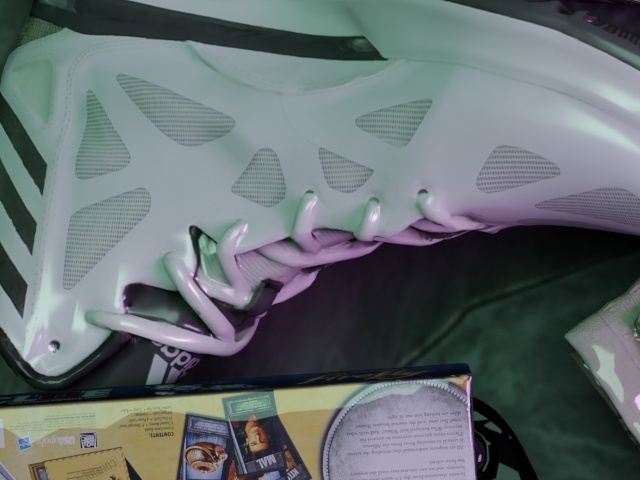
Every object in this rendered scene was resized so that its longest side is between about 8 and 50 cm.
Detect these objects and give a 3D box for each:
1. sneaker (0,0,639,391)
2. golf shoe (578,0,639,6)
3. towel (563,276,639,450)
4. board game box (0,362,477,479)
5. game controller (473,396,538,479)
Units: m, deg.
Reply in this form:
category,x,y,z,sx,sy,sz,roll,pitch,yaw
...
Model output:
category,x,y,z,sx,sy,sz,roll,pitch,yaw
sneaker,0.000,0.000,0.815,0.447,0.169,0.257,17,84,32
golf shoe,0.182,-0.163,0.888,0.198,0.094,0.077,15,87,-12
towel,0.325,0.084,0.745,0.324,0.056,0.312,-35,84,-2
board game box,-0.046,0.148,0.749,0.243,0.042,0.165,-4,93,3
game controller,-0.029,0.202,0.798,0.319,0.067,0.166,-24,68,2
